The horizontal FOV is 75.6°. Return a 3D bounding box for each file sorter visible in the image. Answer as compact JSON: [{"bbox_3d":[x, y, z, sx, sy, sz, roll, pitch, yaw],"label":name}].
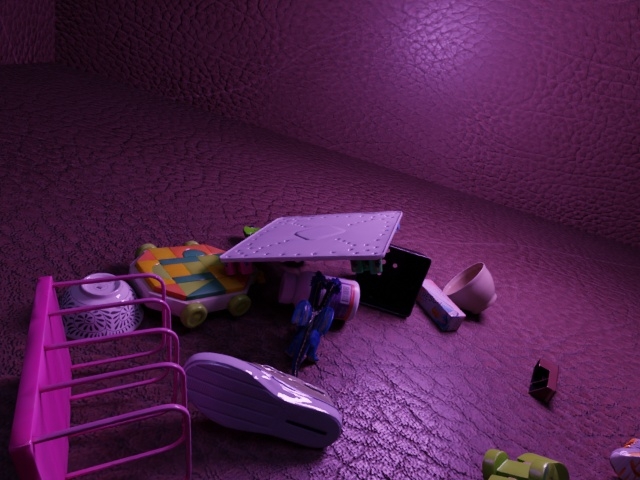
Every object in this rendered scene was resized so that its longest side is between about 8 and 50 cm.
[{"bbox_3d":[-0.299,0.206,0.598,0.182,0.202,0.291,-6,34,-26],"label":"file sorter"}]

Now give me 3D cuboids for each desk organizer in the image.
[{"bbox_3d":[0.587,0.364,1.081,0.050,0.047,0.130,28,27,24],"label":"desk organizer"}]

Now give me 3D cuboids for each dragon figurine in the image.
[{"bbox_3d":[-0.021,0.186,0.905,0.085,0.144,0.289,18,33,5],"label":"dragon figurine"}]

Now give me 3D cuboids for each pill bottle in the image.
[{"bbox_3d":[-0.006,0.138,1.061,0.193,0.108,0.108,13,26,-12],"label":"pill bottle"}]

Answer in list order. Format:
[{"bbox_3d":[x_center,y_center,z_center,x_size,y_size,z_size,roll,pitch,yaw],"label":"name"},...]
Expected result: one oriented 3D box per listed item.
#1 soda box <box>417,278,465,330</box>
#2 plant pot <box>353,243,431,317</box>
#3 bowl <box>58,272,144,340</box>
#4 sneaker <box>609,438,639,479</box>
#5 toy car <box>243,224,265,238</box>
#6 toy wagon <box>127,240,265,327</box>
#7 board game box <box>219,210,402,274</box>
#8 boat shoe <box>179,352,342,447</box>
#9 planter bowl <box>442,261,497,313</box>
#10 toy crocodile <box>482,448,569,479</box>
[{"bbox_3d":[0.352,0.191,1.252,0.062,0.058,0.183,4,29,-28],"label":"soda box"},{"bbox_3d":[0.196,0.090,1.230,0.187,0.188,0.167,17,14,-1],"label":"plant pot"},{"bbox_3d":[-0.447,0.120,0.840,0.170,0.080,0.170,16,26,-8],"label":"bowl"},{"bbox_3d":[0.699,0.478,0.902,0.214,0.084,0.083,18,21,-22],"label":"sneaker"},{"bbox_3d":[-0.140,-0.004,1.318,0.224,0.053,0.239,7,27,-22],"label":"toy car"},{"bbox_3d":[-0.278,0.085,1.013,0.344,0.068,0.267,-6,35,-46],"label":"toy wagon"},{"bbox_3d":[0.000,0.000,1.081,0.389,0.050,0.390,-1,17,18],"label":"board game box"},{"bbox_3d":[-0.103,0.276,0.731,0.302,0.109,0.094,30,6,-15],"label":"boat shoe"},{"bbox_3d":[0.487,0.163,1.313,0.109,0.162,0.162,50,30,1],"label":"planter bowl"},{"bbox_3d":[0.308,0.444,0.687,0.340,0.105,0.115,-7,-6,-41],"label":"toy crocodile"}]
